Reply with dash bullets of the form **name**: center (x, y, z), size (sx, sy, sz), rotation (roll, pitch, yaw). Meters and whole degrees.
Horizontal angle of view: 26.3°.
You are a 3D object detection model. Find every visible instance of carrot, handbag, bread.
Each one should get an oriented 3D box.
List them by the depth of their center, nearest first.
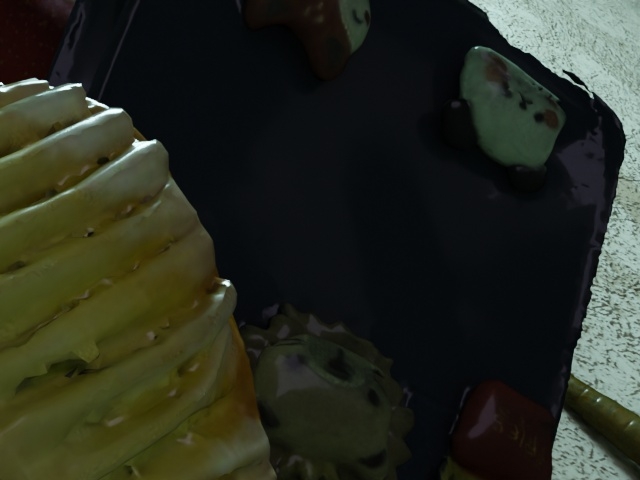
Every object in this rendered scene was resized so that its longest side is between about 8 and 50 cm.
- **bread**: center (-0.156, 0.056, 0.427), size (0.156, 0.288, 0.204), rotation (-26, 99, -56)
- **handbag**: center (0.000, 0.000, 0.696), size (0.303, 0.122, 0.329), rotation (29, 56, -23)
- **carrot**: center (0.241, 0.157, 0.925), size (0.254, 0.049, 0.049), rotation (40, 27, 32)

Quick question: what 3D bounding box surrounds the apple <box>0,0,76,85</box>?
- **apple**: center (-0.155, -0.089, 0.821), size (0.181, 0.168, 0.181), rotation (20, 35, -15)
